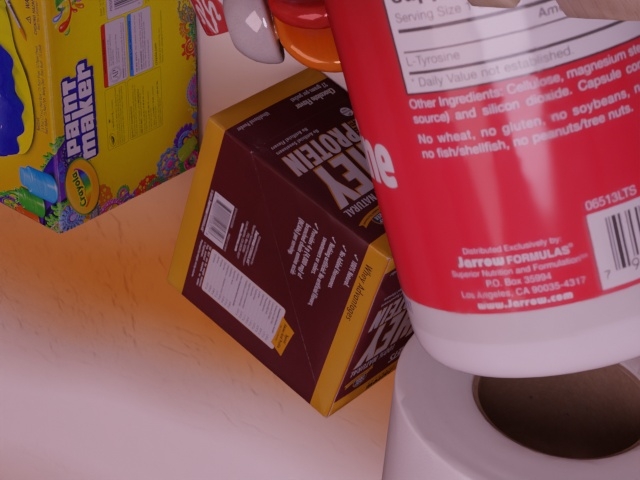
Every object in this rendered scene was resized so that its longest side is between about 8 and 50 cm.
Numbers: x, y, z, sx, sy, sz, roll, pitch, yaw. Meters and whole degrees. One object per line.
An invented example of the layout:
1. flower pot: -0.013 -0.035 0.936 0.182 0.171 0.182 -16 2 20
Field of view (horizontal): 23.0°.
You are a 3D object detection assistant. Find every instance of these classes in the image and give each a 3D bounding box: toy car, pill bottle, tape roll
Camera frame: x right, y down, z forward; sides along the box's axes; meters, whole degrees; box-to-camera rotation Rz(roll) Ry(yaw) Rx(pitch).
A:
1. toy car: -0.005 -0.208 1.135 0.159 0.136 0.182 -16 108 6
2. pill bottle: 0.124 -0.137 1.019 0.229 0.229 0.408 1 114 44
3. tape roll: 0.167 0.176 1.154 0.246 0.246 0.169 28 130 30

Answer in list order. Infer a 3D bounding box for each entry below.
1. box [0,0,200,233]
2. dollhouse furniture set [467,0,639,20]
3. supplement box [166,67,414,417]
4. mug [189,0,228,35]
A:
1. box: -0.267 -0.207 1.400 0.279 0.177 0.290 25 129 34
2. dollhouse furniture set: 0.219 -0.274 0.744 0.355 0.303 0.174 10 156 45
3. supplement box: 0.000 0.000 1.297 0.194 0.129 0.191 39 135 21
4. mug: -0.071 -0.258 1.229 0.150 0.113 0.169 -6 112 48
